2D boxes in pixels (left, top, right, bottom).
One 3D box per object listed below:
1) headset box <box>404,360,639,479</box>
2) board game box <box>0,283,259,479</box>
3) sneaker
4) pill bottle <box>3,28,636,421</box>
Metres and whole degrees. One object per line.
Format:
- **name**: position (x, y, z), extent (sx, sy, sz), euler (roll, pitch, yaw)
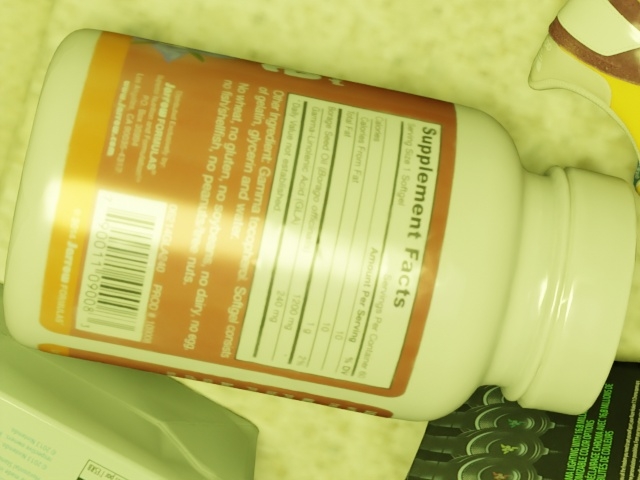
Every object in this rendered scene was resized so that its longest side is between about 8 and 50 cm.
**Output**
- **headset box**: position (0.161, 0.184, 0.693), extent (0.283, 0.131, 0.246), euler (4, 112, 13)
- **board game box**: position (-0.197, 0.159, 0.730), extent (0.224, 0.097, 0.303), euler (31, 107, -10)
- **sneaker**: position (0.166, -0.036, 0.671), extent (0.185, 0.069, 0.084), euler (39, 115, -7)
- **pill bottle**: position (0.000, 0.000, 0.652), extent (0.216, 0.121, 0.121), euler (12, 111, -5)
